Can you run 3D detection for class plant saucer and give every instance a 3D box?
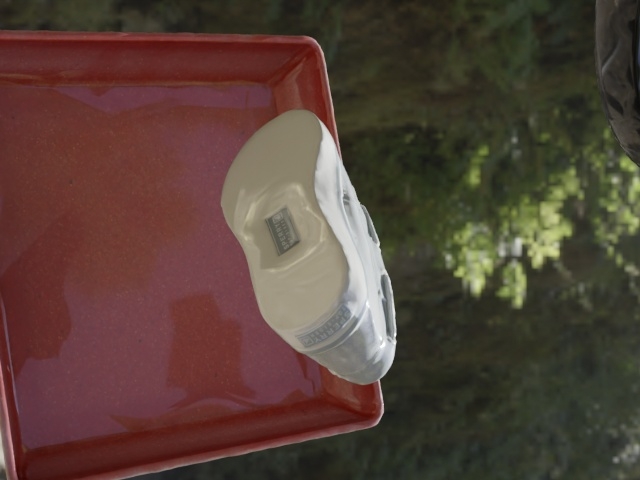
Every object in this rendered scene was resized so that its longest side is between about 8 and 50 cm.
[{"bbox_3d":[-0.093,0.005,0.800,0.047,0.258,0.259,-18,-100,53],"label":"plant saucer"}]

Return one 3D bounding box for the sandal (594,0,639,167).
[{"bbox_3d":[0.146,-0.128,0.468,0.054,0.097,0.254,22,-51,39],"label":"sandal"}]

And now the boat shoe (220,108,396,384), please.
[{"bbox_3d":[0.000,0.000,0.651,0.063,0.066,0.184,50,8,-33],"label":"boat shoe"}]
